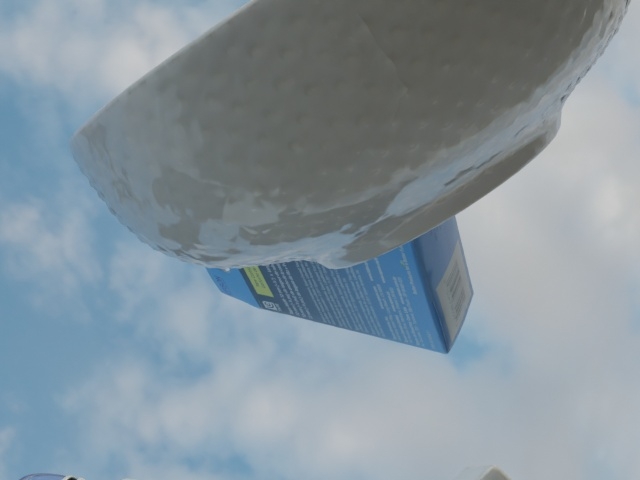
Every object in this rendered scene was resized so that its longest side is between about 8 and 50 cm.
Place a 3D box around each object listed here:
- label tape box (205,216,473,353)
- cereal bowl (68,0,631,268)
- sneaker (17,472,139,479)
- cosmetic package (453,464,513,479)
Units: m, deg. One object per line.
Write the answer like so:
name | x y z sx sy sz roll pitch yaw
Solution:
label tape box | 0.000 0.000 1.245 0.115 0.348 0.249 -60 -32 -29
cereal bowl | 0.035 -0.085 0.569 0.339 0.339 0.141 -36 -81 -19
sneaker | -0.300 0.357 1.312 0.130 0.323 0.236 -49 -25 -37
cosmetic package | 0.070 0.439 0.868 0.453 0.161 0.230 -44 -99 -9
